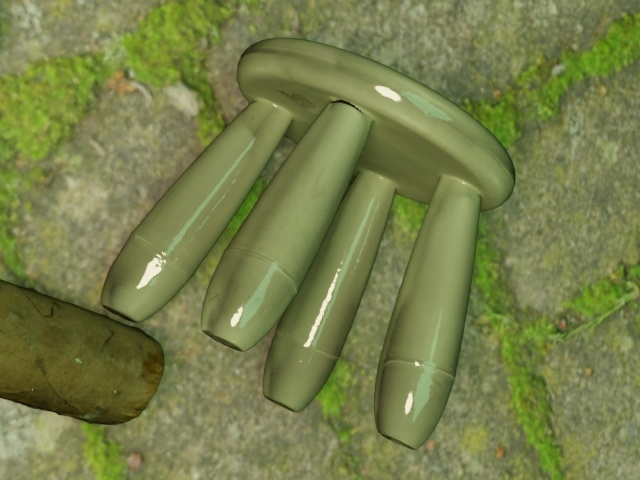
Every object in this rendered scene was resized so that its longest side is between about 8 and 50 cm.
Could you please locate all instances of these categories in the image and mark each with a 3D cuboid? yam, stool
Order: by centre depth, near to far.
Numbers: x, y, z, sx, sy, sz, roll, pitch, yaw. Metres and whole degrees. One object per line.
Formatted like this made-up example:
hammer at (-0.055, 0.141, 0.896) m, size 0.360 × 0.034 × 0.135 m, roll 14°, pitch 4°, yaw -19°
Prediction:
yam at (-0.256, 0.031, 0.930) m, size 0.371 × 0.083 × 0.083 m, roll 22°, pitch 79°, yaw -32°
stool at (0.000, 0.000, 1.031) m, size 0.195 × 0.195 × 0.199 m, roll 34°, pitch 75°, yaw -30°
